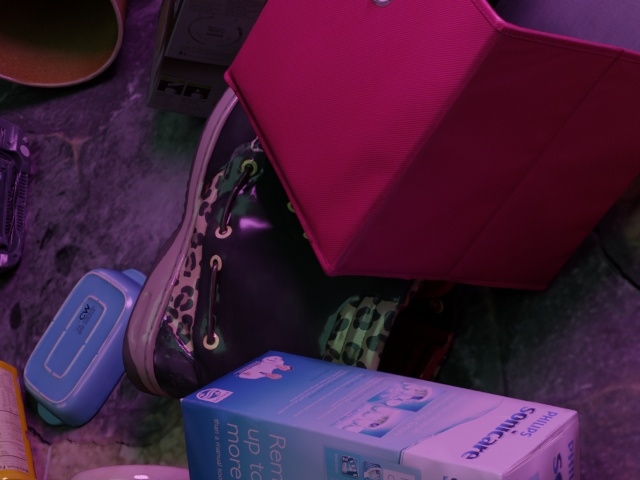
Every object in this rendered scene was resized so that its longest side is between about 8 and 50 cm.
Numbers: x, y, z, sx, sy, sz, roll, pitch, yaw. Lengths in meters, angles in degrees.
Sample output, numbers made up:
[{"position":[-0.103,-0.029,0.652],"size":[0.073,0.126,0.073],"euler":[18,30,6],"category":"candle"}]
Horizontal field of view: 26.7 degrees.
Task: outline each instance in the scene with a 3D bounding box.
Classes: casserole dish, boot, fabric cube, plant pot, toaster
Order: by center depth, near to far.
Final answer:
[{"position":[0.114,-0.140,1.120],"size":[0.258,0.259,0.254],"euler":[-55,47,34],"category":"fabric cube"},{"position":[0.000,0.000,1.258],"size":[0.284,0.138,0.377],"euler":[14,72,34],"category":"boot"},{"position":[-0.250,0.108,1.432],"size":[0.114,0.037,0.188],"euler":[29,84,39],"category":"casserole dish"},{"position":[-0.430,-0.038,1.565],"size":[0.146,0.129,0.227],"euler":[-15,66,31],"category":"toaster"},{"position":[-0.326,-0.355,1.609],"size":[0.237,0.237,0.254],"euler":[-15,46,27],"category":"plant pot"}]

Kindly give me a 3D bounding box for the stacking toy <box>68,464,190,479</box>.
[{"position":[-0.162,0.373,1.193],"size":[0.141,0.141,0.330],"euler":[-13,67,28],"category":"stacking toy"}]

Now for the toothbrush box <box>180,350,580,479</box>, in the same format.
[{"position":[0.048,0.225,1.057],"size":[0.295,0.126,0.216],"euler":[8,111,34],"category":"toothbrush box"}]

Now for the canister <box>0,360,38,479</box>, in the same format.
[{"position":[-0.362,0.225,1.423],"size":[0.126,0.073,0.170],"euler":[-32,52,17],"category":"canister"}]

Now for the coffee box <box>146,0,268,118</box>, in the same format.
[{"position":[-0.105,-0.244,1.382],"size":[0.246,0.098,0.141],"euler":[127,150,-63],"category":"coffee box"}]
